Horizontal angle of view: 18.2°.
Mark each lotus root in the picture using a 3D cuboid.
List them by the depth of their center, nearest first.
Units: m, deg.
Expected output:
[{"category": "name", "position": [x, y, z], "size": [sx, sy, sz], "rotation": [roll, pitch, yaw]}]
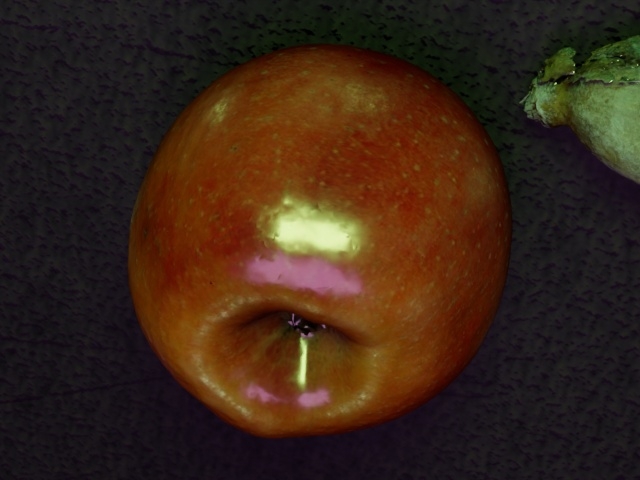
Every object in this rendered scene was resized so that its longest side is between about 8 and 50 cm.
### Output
[{"category": "lotus root", "position": [0.195, -0.071, 1.122], "size": [0.165, 0.088, 0.088], "rotation": [18, 125, 10]}]

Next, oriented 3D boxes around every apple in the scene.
[{"category": "apple", "position": [0.000, 0.000, 1.136], "size": [0.218, 0.201, 0.218], "rotation": [4, 130, 4]}]
